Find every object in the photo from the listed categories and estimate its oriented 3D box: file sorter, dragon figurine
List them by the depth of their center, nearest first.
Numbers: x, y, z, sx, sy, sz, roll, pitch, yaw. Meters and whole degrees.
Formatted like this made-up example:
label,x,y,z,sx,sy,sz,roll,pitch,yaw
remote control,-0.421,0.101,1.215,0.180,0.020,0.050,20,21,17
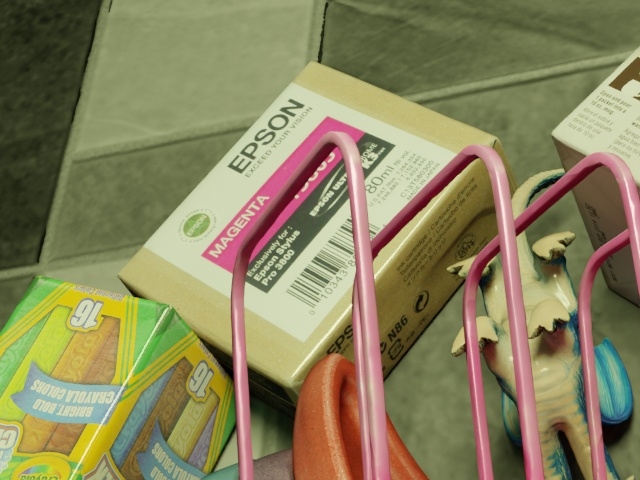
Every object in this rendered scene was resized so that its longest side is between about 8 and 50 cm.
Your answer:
label,x,y,z,sx,sy,sz,roll,pitch,yaw
file sorter,0.116,0.065,0.709,0.291,0.202,0.182,3,70,-19
dragon figurine,0.145,0.077,0.931,0.085,0.144,0.289,-18,29,14

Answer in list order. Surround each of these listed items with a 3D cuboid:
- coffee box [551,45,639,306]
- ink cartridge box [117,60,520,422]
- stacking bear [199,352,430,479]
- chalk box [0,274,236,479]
label,x,y,z,sx,sy,sz,roll,pitch,yaw
coffee box,0.305,-0.092,0.933,0.297,0.168,0.119,-44,48,-11
ink cartridge box,0.000,0.000,1.064,0.193,0.088,0.234,27,70,38
stacking bear,-0.068,0.225,0.870,0.289,0.175,0.164,-32,12,16
chalk box,-0.169,0.152,0.992,0.132,0.132,0.213,9,59,32
